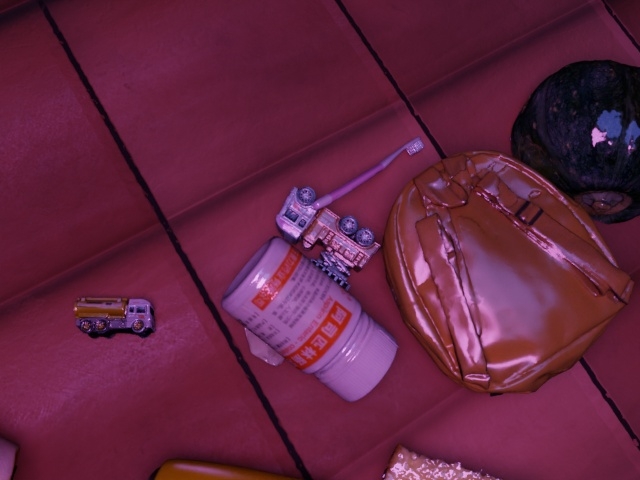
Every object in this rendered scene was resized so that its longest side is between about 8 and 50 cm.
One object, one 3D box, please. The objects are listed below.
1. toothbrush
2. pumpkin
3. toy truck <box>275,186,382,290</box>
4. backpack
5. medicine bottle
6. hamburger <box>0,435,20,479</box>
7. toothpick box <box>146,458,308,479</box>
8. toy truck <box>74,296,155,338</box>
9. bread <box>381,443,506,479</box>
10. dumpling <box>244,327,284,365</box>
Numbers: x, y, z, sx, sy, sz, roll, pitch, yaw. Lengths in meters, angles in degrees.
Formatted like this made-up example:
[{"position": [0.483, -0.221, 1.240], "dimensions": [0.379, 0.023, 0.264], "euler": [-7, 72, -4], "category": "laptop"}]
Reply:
[{"position": [0.090, -0.116, 0.969], "dimensions": [0.286, 0.020, 0.025], "euler": [-34, 87, -34], "category": "toothbrush"}, {"position": [0.513, -0.195, 0.994], "dimensions": [0.293, 0.197, 0.263], "euler": [19, 71, -3], "category": "pumpkin"}, {"position": [0.000, 0.000, 0.945], "dimensions": [0.178, 0.080, 0.115], "euler": [36, 80, 3], "category": "toy truck"}, {"position": [0.279, 0.041, 0.900], "dimensions": [0.354, 0.201, 0.378], "euler": [-23, 81, -10], "category": "backpack"}, {"position": [-0.015, 0.120, 0.858], "dimensions": [0.252, 0.144, 0.144], "euler": [40, 74, -12], "category": "medicine bottle"}, {"position": [-0.504, 0.379, 0.717], "dimensions": [0.151, 0.227, 0.295], "euler": [28, 69, -22], "category": "hamburger"}, {"position": [-0.117, 0.400, 0.777], "dimensions": [0.271, 0.175, 0.175], "euler": [14, 74, 1], "category": "toothpick box"}, {"position": [-0.323, 0.119, 0.891], "dimensions": [0.123, 0.052, 0.062], "euler": [0, 69, -5], "category": "toy truck"}, {"position": [0.207, 0.401, 0.829], "dimensions": [0.260, 0.134, 0.129], "euler": [15, 63, 13], "category": "bread"}, {"position": [-0.087, 0.161, 0.915], "dimensions": [0.076, 0.057, 0.052], "euler": [26, 111, 25], "category": "dumpling"}]
